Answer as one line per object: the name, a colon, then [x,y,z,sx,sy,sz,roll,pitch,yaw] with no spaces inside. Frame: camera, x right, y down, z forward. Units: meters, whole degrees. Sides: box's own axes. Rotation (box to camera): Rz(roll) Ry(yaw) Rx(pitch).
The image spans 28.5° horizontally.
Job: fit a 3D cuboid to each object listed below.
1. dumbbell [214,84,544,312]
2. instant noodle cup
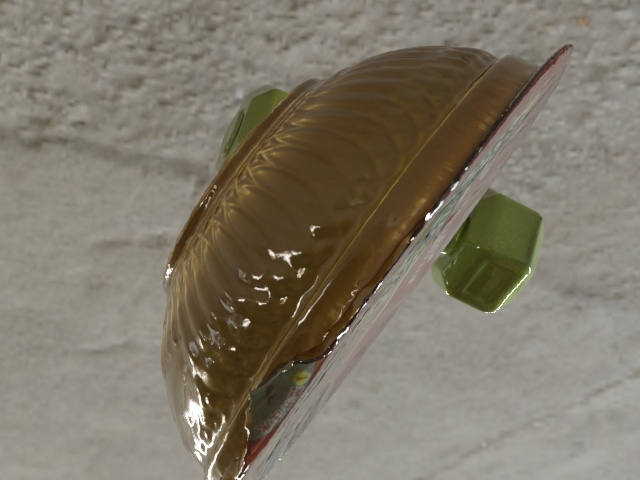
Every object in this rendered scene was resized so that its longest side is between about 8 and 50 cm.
dumbbell: [0.054,-0.037,1.143,0.302,0.108,0.121,23,125,-13]
instant noodle cup: [0.000,0.000,0.579,0.091,0.274,0.274,36,152,7]
